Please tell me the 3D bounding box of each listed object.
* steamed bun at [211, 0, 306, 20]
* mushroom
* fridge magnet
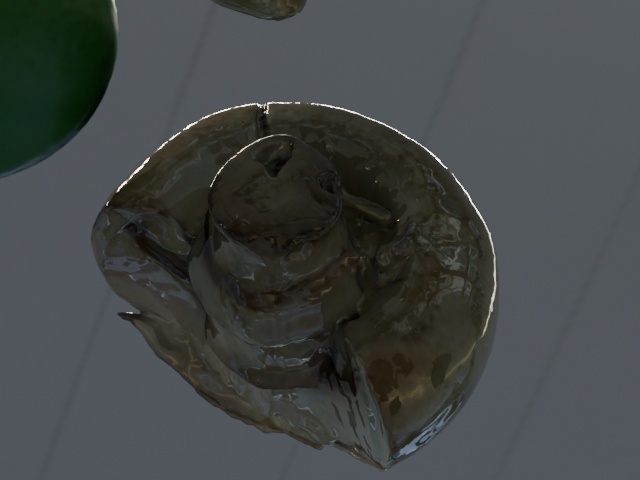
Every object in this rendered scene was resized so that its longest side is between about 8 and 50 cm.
[{"bbox_3d":[-0.026,-0.229,0.703,0.110,0.212,0.231,-4,-61,-20],"label":"steamed bun"},{"bbox_3d":[0.000,0.000,1.088,0.189,0.254,0.195,-50,-25,-30],"label":"mushroom"},{"bbox_3d":[-0.223,-0.125,1.053,0.208,0.088,0.208,-4,-56,-5],"label":"fridge magnet"}]
